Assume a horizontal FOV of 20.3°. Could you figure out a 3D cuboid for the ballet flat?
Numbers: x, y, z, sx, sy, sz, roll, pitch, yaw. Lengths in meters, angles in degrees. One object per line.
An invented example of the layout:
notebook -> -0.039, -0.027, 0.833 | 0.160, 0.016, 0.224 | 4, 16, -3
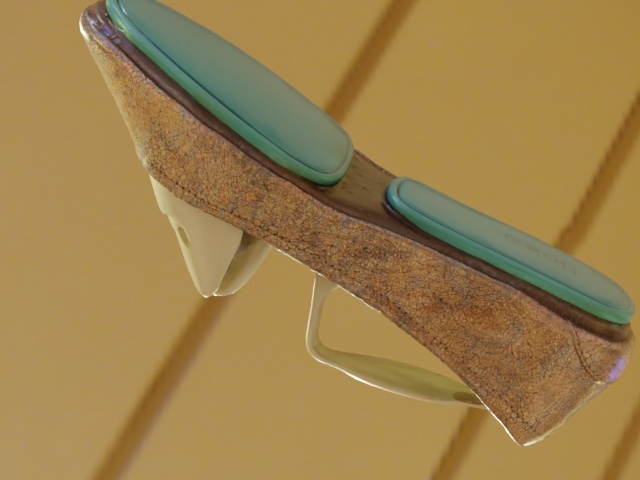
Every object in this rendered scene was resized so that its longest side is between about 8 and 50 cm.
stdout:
ballet flat -> 0.000, 0.000, 0.871 | 0.106, 0.316, 0.107 | -59, -5, 20
